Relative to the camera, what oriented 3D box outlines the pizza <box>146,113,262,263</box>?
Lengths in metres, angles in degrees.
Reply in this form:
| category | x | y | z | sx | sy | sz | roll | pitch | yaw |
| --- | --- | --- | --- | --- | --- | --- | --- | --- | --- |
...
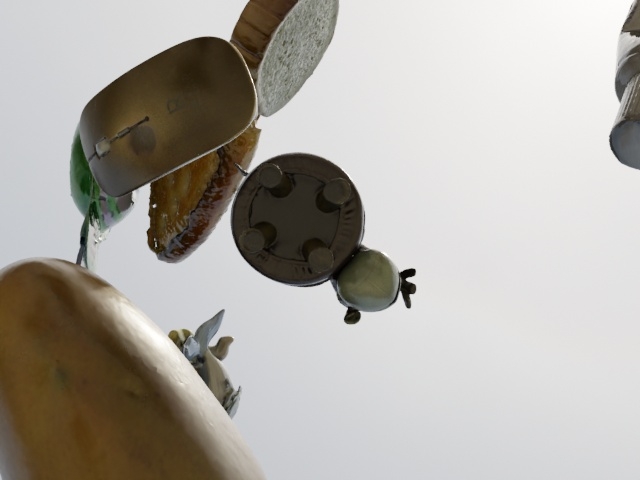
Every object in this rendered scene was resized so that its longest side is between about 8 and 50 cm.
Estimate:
| category | x | y | z | sx | sy | sz | roll | pitch | yaw |
| --- | --- | --- | --- | --- | --- | --- | --- | --- | --- |
| pizza | -0.182 | -0.097 | 1.406 | 0.074 | 0.251 | 0.287 | 10 | -159 | -33 |

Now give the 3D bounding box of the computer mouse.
| category | x | y | z | sx | sy | sz | roll | pitch | yaw |
| --- | --- | --- | --- | --- | --- | --- | --- | --- | --- |
| computer mouse | -0.147 | -0.111 | 0.959 | 0.045 | 0.199 | 0.102 | -10 | -101 | -63 |

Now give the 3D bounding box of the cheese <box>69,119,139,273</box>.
| category | x | y | z | sx | sy | sz | roll | pitch | yaw |
| --- | --- | --- | --- | --- | --- | --- | --- | --- | --- |
| cheese | -0.284 | -0.061 | 1.363 | 0.083 | 0.204 | 0.320 | 5 | -123 | -3 |

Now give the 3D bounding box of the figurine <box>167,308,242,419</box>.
| category | x | y | z | sx | sy | sz | roll | pitch | yaw |
| --- | --- | --- | --- | --- | --- | --- | --- | --- | --- |
| figurine | -0.186 | 0.174 | 1.369 | 0.184 | 0.208 | 0.128 | 33 | -141 | 8 |

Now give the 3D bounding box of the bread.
| category | x | y | z | sx | sy | sz | roll | pitch | yaw |
| --- | --- | --- | --- | --- | --- | --- | --- | --- | --- |
| bread | -0.056 | -0.301 | 1.557 | 0.070 | 0.236 | 0.236 | 34 | -121 | 15 |

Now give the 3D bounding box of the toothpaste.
| category | x | y | z | sx | sy | sz | roll | pitch | yaw |
| --- | --- | --- | --- | --- | --- | --- | --- | --- | --- |
| toothpaste | 0.269 | -0.152 | 0.751 | 0.099 | 0.068 | 0.282 | 25 | -126 | 11 |

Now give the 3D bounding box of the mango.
| category | x | y | z | sx | sy | sz | roll | pitch | yaw |
| --- | --- | --- | --- | --- | --- | --- | --- | --- | --- |
| mango | -0.200 | 0.216 | 1.042 | 0.232 | 0.300 | 0.446 | -29 | -76 | -1 |

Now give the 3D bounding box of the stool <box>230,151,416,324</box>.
| category | x | y | z | sx | sy | sz | roll | pitch | yaw |
| --- | --- | --- | --- | --- | --- | --- | --- | --- | --- |
| stool | 0.000 | 0.000 | 0.974 | 0.217 | 0.121 | 0.125 | 44 | -91 | -2 |
